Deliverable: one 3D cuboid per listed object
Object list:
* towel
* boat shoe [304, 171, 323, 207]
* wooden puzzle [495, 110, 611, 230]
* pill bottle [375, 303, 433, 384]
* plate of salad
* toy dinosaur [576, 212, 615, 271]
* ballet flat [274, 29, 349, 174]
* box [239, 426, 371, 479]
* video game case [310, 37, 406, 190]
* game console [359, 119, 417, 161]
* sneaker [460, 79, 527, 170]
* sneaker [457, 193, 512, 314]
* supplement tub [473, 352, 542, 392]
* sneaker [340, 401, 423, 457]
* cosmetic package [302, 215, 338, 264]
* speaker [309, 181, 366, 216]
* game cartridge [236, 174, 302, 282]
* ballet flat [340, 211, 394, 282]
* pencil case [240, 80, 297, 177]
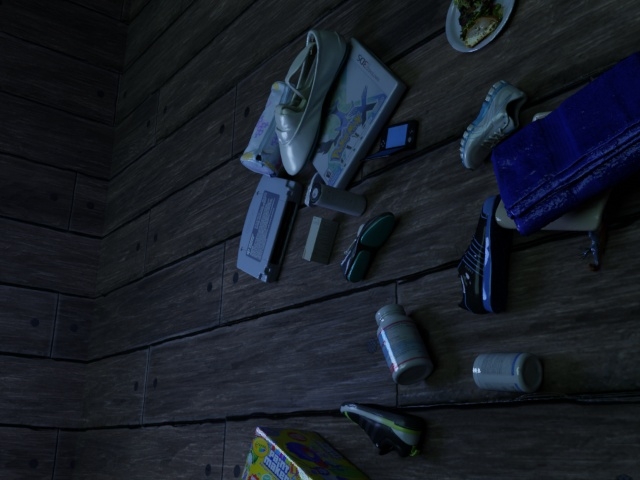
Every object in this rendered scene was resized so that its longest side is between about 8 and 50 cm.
[{"bbox_3d":[0.431,-0.168,1.201,0.308,0.076,0.228,-35,37,28],"label":"towel"},{"bbox_3d":[-0.021,-0.141,1.958,0.035,0.035,0.100,30,109,52],"label":"boat shoe"},{"bbox_3d":[0.428,-0.133,1.278,0.221,0.044,0.239,4,67,55],"label":"wooden puzzle"},{"bbox_3d":[0.170,0.216,1.515,0.087,0.087,0.160,-50,41,32],"label":"pill bottle"},{"bbox_3d":[0.341,-0.511,1.571,0.200,0.048,0.200,-24,59,49],"label":"plate of salad"},{"bbox_3d":[0.467,0.008,1.217,0.090,0.047,0.082,-30,71,34],"label":"toy dinosaur"},{"bbox_3d":[-0.052,-0.380,1.939,0.139,0.139,0.400,33,104,54],"label":"ballet flat"},{"bbox_3d":[-0.045,0.609,1.601,0.290,0.177,0.279,23,96,55],"label":"box"},{"bbox_3d":[0.068,-0.331,1.892,0.329,0.036,0.300,-59,36,23],"label":"video game case"},{"bbox_3d":[0.160,-0.236,1.704,0.122,0.071,0.107,-2,77,54],"label":"game console"},{"bbox_3d":[0.350,-0.223,1.441,0.083,0.071,0.191,39,111,47],"label":"sneaker"},{"bbox_3d":[0.311,0.026,1.391,0.090,0.081,0.232,-2,78,47],"label":"sneaker"},{"bbox_3d":[0.336,0.236,1.291,0.107,0.071,0.071,-10,70,52],"label":"supplement tub"},{"bbox_3d":[0.119,0.403,1.523,0.234,0.084,0.097,1,80,55],"label":"sneaker"},{"bbox_3d":[0.000,0.000,1.856,0.041,0.060,0.115,19,92,56],"label":"cosmetic package"},{"bbox_3d":[0.044,-0.100,1.763,0.055,0.136,0.055,-30,53,51],"label":"speaker"},{"bbox_3d":[-0.155,-0.041,2.094,0.198,0.062,0.297,23,97,59],"label":"game cartridge"},{"bbox_3d":[0.104,0.005,1.702,0.203,0.074,0.074,-62,37,23],"label":"ballet flat"},{"bbox_3d":[-0.133,-0.319,2.061,0.113,0.124,0.273,18,77,16],"label":"pencil case"}]
